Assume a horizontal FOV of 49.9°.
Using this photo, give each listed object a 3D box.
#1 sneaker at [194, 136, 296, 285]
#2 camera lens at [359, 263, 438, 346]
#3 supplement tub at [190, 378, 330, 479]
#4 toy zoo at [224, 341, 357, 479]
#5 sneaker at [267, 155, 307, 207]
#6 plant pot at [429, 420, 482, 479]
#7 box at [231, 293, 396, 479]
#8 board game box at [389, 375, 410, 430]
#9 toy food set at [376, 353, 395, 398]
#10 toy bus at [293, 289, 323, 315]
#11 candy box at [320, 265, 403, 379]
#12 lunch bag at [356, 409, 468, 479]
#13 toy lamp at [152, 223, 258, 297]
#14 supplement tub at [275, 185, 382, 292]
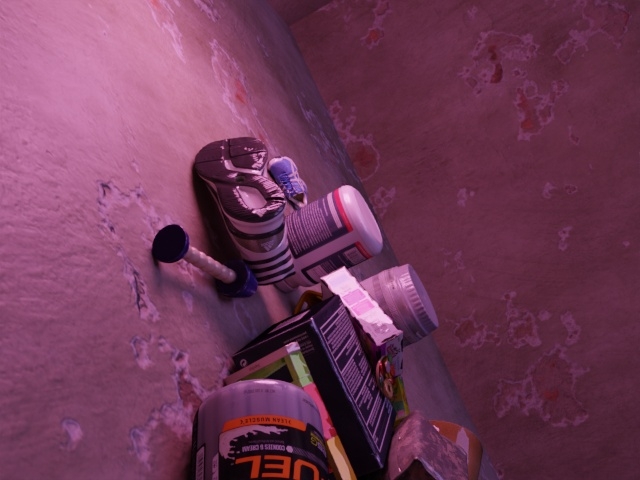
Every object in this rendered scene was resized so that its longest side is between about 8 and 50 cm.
[{"bbox_3d":[-0.171,-0.051,1.547,0.447,0.169,0.257,-117,-162,-56],"label":"sneaker"},{"bbox_3d":[0.168,0.212,1.946,0.219,0.274,0.219,58,15,-24],"label":"camera lens"},{"bbox_3d":[-0.077,0.360,0.912,0.193,0.193,0.316,53,17,-37],"label":"supplement tub"},{"bbox_3d":[-0.045,0.332,1.123,0.030,0.192,0.293,-14,75,-45],"label":"toy zoo"},{"bbox_3d":[-0.092,-0.183,2.139,0.211,0.080,0.081,48,17,-46],"label":"sneaker"},{"bbox_3d":[0.307,0.653,1.827,0.237,0.237,0.254,56,31,-28],"label":"plant pot"},{"bbox_3d":[0.000,0.292,1.355,0.294,0.183,0.296,63,12,2],"label":"box"},{"bbox_3d":[0.202,0.467,1.988,0.043,0.092,0.181,54,16,-31],"label":"board game box"},{"bbox_3d":[0.136,0.279,1.427,0.083,0.020,0.082,-59,136,-51],"label":"toy food set"},{"bbox_3d":[0.013,0.203,1.757,0.191,0.104,0.202,-26,124,-49],"label":"toy bus"},{"bbox_3d":[0.092,0.191,1.549,0.233,0.071,0.159,48,-24,38],"label":"candy box"},{"bbox_3d":[0.139,0.502,1.320,0.169,0.287,0.235,41,12,2],"label":"lunch bag"},{"bbox_3d":[-0.201,0.049,1.286,0.275,0.080,0.080,41,26,-60],"label":"toy lamp"},{"bbox_3d":[0.000,0.000,1.718,0.191,0.272,0.191,58,14,-24],"label":"supplement tub"}]
